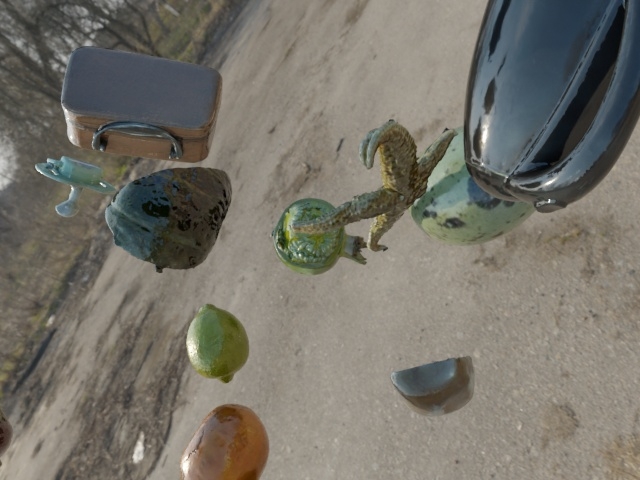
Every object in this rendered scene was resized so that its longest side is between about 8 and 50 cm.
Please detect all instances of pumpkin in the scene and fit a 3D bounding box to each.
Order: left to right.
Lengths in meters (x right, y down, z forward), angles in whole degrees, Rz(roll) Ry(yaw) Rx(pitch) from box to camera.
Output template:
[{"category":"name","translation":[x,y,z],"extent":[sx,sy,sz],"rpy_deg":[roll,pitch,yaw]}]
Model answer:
[{"category":"pumpkin","translation":[-0.222,-0.041,0.896],"extent":[0.111,0.278,0.163],"rpy_deg":[-46,67,31]}]

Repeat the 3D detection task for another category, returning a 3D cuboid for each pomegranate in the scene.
[{"category":"pomegranate","translation":[0.000,0.000,1.684],"extent":[0.260,0.340,0.261],"rpy_deg":[20,-90,-86]}]

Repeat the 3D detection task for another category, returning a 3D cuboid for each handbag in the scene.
[{"category":"handbag","translation":[-0.232,-0.175,0.656],"extent":[0.072,0.193,0.151],"rpy_deg":[118,156,-52]}]

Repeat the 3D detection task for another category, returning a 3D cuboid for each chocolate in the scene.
[{"category":"chocolate","translation":[0.234,0.302,0.982],"extent":[0.156,0.254,0.080],"rpy_deg":[-18,61,8]}]

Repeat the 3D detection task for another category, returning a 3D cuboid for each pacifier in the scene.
[{"category":"pacifier","translation":[-0.487,-0.104,0.980],"extent":[0.126,0.150,0.117],"rpy_deg":[33,103,31]}]

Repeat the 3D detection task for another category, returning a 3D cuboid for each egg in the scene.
[{"category":"egg","translation":[0.375,-0.138,1.208],"extent":[0.379,0.287,0.288],"rpy_deg":[-32,36,59]}]

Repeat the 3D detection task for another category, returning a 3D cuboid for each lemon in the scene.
[{"category":"lemon","translation":[-0.309,0.305,1.500],"extent":[0.184,0.184,0.249],"rpy_deg":[-30,74,41]}]

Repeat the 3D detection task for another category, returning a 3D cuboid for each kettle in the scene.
[{"category":"kettle","translation":[0.273,-0.176,0.574],"extent":[0.268,0.207,0.290],"rpy_deg":[-100,28,-70]}]

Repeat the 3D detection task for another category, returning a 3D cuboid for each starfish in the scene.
[{"category":"starfish","translation":[0.117,-0.085,1.095],"extent":[0.082,0.323,0.432],"rpy_deg":[63,142,23]}]

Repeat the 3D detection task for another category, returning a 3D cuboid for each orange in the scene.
[{"category":"orange","translation":[-0.265,0.609,1.416],"extent":[0.284,0.226,0.284],"rpy_deg":[25,-90,-89]}]

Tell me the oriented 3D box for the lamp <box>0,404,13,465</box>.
[{"category":"lamp","translation":[-0.822,0.439,1.158],"extent":[0.180,0.258,0.180],"rpy_deg":[-35,-8,-6]}]
